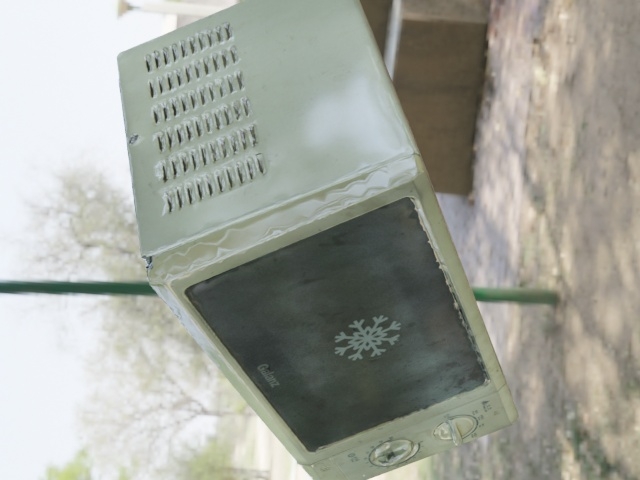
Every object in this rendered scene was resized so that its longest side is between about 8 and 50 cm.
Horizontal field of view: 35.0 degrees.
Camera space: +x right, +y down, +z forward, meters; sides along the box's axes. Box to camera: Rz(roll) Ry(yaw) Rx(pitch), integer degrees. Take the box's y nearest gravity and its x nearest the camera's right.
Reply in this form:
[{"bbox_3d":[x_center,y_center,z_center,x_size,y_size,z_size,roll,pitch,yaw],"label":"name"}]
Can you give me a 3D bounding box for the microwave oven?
[{"bbox_3d":[0.000,0.000,0.570,0.240,0.145,0.193,60,-173,-50],"label":"microwave oven"}]
